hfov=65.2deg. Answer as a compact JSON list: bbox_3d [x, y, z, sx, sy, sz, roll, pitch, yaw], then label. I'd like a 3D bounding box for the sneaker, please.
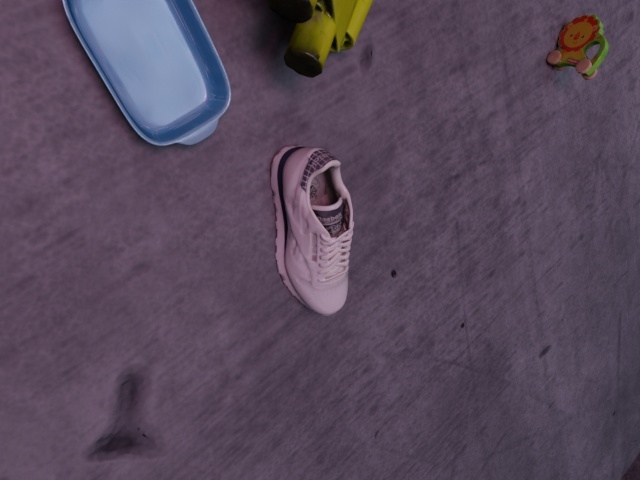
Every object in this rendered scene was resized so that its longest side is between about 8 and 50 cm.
[{"bbox_3d":[0.000,0.000,0.621,0.090,0.095,0.235,-28,120,-29],"label":"sneaker"}]

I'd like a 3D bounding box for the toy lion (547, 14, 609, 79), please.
[{"bbox_3d":[0.442,-0.332,0.846,0.034,0.100,0.096,18,111,-36],"label":"toy lion"}]

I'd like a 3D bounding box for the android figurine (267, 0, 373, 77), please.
[{"bbox_3d":[0.022,-0.311,0.497,0.248,0.056,0.272,71,37,-72],"label":"android figurine"}]

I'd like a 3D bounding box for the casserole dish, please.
[{"bbox_3d":[-0.164,-0.182,0.483,0.114,0.037,0.188,-38,122,-21],"label":"casserole dish"}]
